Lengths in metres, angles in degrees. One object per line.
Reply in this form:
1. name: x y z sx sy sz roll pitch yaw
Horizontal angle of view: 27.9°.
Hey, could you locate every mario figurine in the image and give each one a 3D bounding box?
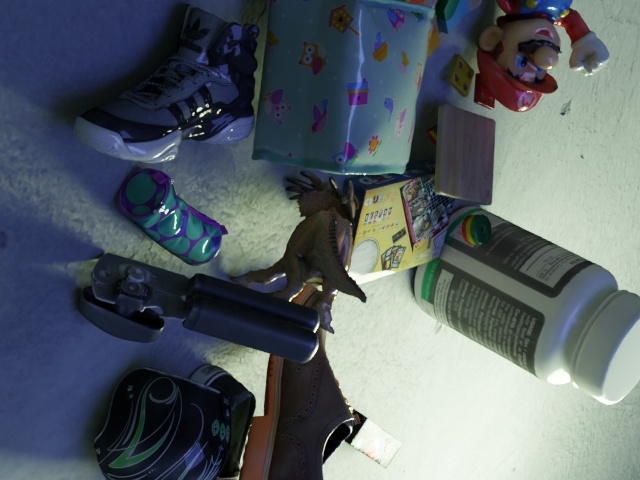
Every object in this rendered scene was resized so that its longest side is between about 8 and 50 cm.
1. mario figurine: 0.335 -0.336 1.864 0.170 0.198 0.321 -40 147 -68

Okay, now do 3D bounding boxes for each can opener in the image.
1. can opener: -0.145 0.091 1.537 0.076 0.283 0.095 -88 -158 -47

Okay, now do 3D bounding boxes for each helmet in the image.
1. helmet: -0.200 0.257 1.642 0.169 0.169 0.162 40 64 -57

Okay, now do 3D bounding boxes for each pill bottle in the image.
1. pill bottle: 0.345 0.103 2.059 0.204 0.361 0.204 -33 138 -35

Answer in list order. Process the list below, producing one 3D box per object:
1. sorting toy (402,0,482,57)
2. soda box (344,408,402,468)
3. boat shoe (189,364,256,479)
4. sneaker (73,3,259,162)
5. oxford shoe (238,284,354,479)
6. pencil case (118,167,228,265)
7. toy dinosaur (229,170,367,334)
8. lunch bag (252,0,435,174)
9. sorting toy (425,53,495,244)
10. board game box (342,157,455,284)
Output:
1. sorting toy: 0.148 -0.332 1.762 0.208 0.038 0.193 -45 144 -22
2. soda box: 0.074 0.324 2.137 0.053 0.060 0.169 -56 147 -6
3. boat shoe: -0.157 0.328 1.788 0.113 0.105 0.306 0 114 -53
4. sneaker: -0.161 -0.178 1.413 0.268 0.101 0.153 -18 128 -54
5. oxford shoe: -0.016 0.220 1.765 0.130 0.132 0.364 95 6 -54
6. pencil case: -0.174 -0.026 1.535 0.070 0.064 0.152 -35 147 6
7. toy dinosaur: 0.000 0.000 1.662 0.127 0.295 0.200 29 86 -15
8. lunch bag: 0.044 -0.192 1.577 0.262 0.160 0.223 -6 104 -60
9. sorting toy: 0.205 -0.135 1.929 0.132 0.046 0.275 10 81 -47
10. board game box: 0.112 -0.029 1.939 0.243 0.042 0.165 -15 126 -47
